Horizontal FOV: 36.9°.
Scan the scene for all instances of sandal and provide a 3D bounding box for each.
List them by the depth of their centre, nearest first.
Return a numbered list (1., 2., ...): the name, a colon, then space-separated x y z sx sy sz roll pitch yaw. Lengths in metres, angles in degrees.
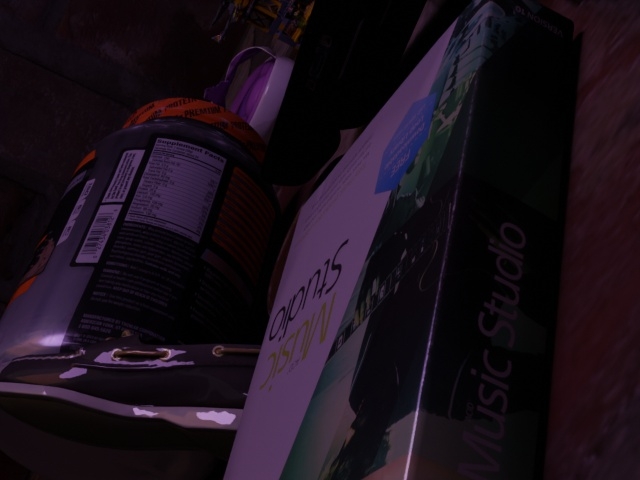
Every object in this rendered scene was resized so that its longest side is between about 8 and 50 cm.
1. sandal: -0.111 -0.212 1.385 0.169 0.102 0.416 -66 13 -4

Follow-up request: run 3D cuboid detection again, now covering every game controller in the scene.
1. game controller: 0.030 -0.171 0.675 0.166 0.067 0.319 -46 -13 -37

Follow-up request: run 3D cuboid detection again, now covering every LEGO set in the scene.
1. LEGO set: -0.054 -0.450 1.399 0.255 0.192 0.331 -46 23 54

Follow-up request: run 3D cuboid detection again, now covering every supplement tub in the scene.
1. supplement tub: -0.151 0.037 0.855 0.207 0.207 0.338 -53 17 43

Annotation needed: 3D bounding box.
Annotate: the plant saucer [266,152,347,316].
1. plant saucer: 0.000 0.000 0.728 0.168 0.029 0.168 -59 13 23

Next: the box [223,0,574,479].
1. box: 0.023 0.059 0.463 0.232 0.058 0.322 -49 22 51

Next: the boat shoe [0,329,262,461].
1. boat shoe: -0.113 0.098 0.635 0.081 0.228 0.068 65 -146 -54
